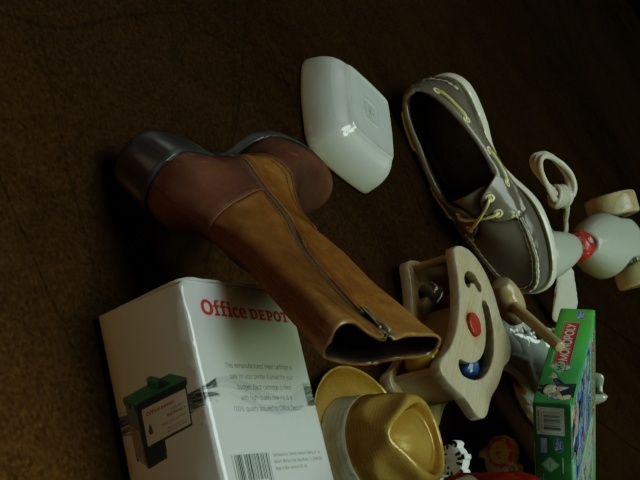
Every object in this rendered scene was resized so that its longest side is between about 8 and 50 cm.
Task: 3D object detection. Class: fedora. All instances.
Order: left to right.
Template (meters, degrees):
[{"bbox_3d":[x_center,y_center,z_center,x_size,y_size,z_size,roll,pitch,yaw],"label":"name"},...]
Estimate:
[{"bbox_3d":[0.068,0.203,1.194,0.194,0.079,0.194,39,40,-42],"label":"fedora"}]

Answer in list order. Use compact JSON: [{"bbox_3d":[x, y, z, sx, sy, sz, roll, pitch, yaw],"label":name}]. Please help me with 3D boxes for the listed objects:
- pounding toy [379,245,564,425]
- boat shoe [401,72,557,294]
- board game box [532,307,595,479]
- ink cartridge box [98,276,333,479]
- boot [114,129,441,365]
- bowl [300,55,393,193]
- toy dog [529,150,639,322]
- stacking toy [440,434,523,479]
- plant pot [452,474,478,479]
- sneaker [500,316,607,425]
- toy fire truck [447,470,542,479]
[{"bbox_3d":[0.177,0.089,1.379,0.154,0.155,0.269,61,31,-16],"label":"pounding toy"},{"bbox_3d":[0.205,-0.068,1.592,0.097,0.116,0.324,-23,87,-58],"label":"boat shoe"},{"bbox_3d":[0.299,0.271,1.456,0.213,0.046,0.317,-56,144,-58],"label":"board game box"},{"bbox_3d":[-0.076,0.150,0.961,0.160,0.092,0.219,13,59,-58],"label":"ink cartridge box"},{"bbox_3d":[0.000,0.000,1.033,0.280,0.096,0.264,37,13,31],"label":"boot"},{"bbox_3d":[0.038,-0.142,1.411,0.142,0.053,0.142,37,40,-46],"label":"bowl"},{"bbox_3d":[0.383,0.016,1.852,0.334,0.161,0.220,18,58,-38],"label":"toy dog"},{"bbox_3d":[0.195,0.329,1.359,0.167,0.052,0.221,15,59,-56],"label":"stacking toy"},{"bbox_3d":[0.121,0.357,0.982,0.280,0.323,0.323,59,25,16],"label":"plant pot"},{"bbox_3d":[0.284,0.136,1.576,0.262,0.121,0.099,48,34,-32],"label":"sneaker"},{"bbox_3d":[0.240,0.355,1.156,0.169,0.254,0.302,-33,102,-38],"label":"toy fire truck"}]
